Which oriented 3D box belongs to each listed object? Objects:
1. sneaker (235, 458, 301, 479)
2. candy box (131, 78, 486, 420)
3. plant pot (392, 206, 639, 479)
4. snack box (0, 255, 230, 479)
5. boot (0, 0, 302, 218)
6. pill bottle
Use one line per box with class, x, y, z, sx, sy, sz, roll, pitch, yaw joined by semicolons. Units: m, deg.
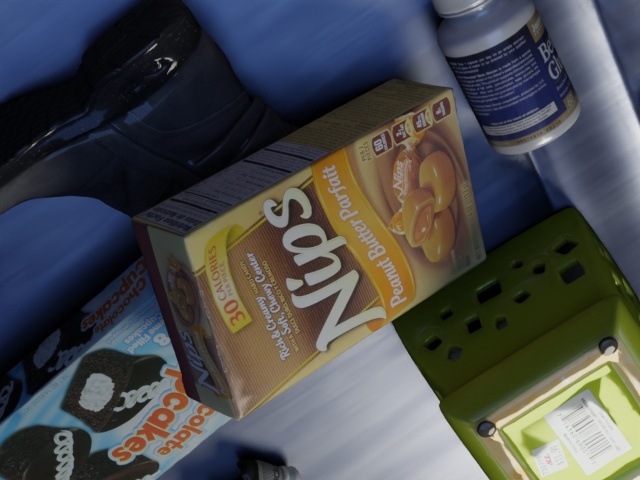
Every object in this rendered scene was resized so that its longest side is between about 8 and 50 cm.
sneaker;-0.093;0.295;1.561;0.075;0.063;0.170;29;102;-19
candy box;0.000;0.000;1.345;0.316;0.087;0.183;-31;119;-32
plant pot;0.230;0.141;1.460;0.227;0.207;0.228;-33;113;7
snack box;-0.172;0.134;1.437;0.322;0.060;0.187;-40;132;15
boot;-0.189;-0.047;1.372;0.338;0.118;0.223;-31;125;15
pill bottle;0.164;-0.171;1.371;0.094;0.094;0.169;-28;115;5
